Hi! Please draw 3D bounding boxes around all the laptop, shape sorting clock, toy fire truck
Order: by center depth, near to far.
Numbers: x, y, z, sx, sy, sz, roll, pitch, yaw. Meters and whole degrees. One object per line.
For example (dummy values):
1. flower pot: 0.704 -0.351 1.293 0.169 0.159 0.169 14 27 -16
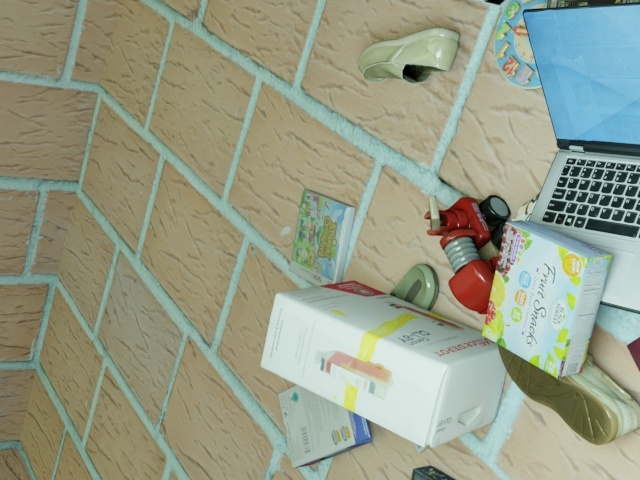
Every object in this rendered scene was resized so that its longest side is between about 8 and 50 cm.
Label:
1. laptop: 0.445 -0.127 1.414 0.382 0.236 0.408 15 79 53
2. toy fire truck: 0.263 0.012 1.656 0.158 0.246 0.217 -46 53 42
3. shape sorting clock: 0.398 -0.379 1.669 0.206 0.040 0.206 -3 86 53

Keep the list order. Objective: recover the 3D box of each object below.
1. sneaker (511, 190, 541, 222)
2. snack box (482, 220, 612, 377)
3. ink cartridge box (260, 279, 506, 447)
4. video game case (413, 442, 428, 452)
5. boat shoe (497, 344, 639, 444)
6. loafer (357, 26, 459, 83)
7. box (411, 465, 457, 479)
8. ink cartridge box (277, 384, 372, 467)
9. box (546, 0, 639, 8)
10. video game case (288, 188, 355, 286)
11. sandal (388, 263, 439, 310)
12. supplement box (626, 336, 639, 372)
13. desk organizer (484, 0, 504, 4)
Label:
1. sneaker: 0.386 -0.060 1.669 0.109 0.040 0.043 -59 43 32
2. snack box: 0.363 0.091 1.484 0.174 0.070 0.207 31 120 48
3. ink cartridge box: 0.127 0.218 1.727 0.385 0.279 0.160 21 105 33
4. video game case: 0.206 0.369 1.908 0.087 0.011 0.122 -53 49 38
5. boat shoe: 0.421 0.231 1.563 0.302 0.098 0.109 43 133 48
6. loafer: 0.176 -0.372 1.914 0.268 0.102 0.092 -10 74 52
7. box: 0.261 0.572 1.784 0.233 0.059 0.183 19 103 51
8. ink cartridge box: 0.019 0.402 2.114 0.311 0.065 0.185 -36 60 49
9. box: 0.491 -0.453 1.509 0.216 0.060 0.270 14 99 44
10. video game case: 0.000 0.000 2.192 0.193 0.023 0.212 24 107 51
11. sandal: 0.145 0.169 1.938 0.120 0.086 0.302 53 128 40
12. supplement box: 0.590 0.156 1.358 0.239 0.073 0.130 -47 51 42
13. desk organizer: 0.359 -0.506 1.724 0.130 0.047 0.050 -39 61 45
